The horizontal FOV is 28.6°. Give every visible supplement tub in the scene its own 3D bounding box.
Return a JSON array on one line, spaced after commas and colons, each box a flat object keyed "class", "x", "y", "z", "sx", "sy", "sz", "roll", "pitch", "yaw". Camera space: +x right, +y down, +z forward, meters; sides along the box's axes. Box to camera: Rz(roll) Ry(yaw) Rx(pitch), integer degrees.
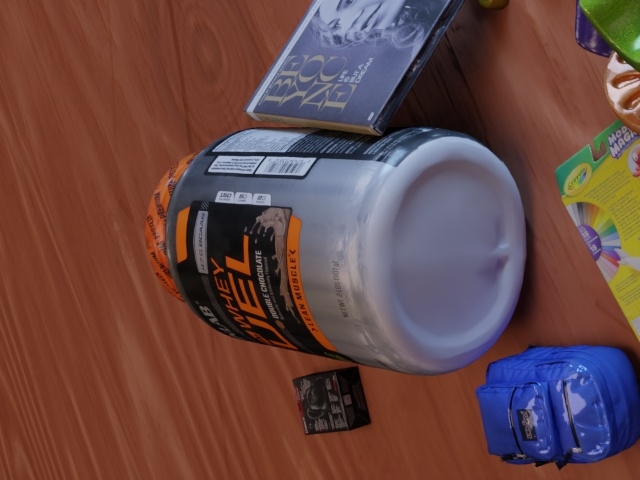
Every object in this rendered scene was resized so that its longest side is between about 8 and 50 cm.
[{"class": "supplement tub", "x": 0.000, "y": 0.000, "z": 1.134, "sx": 0.338, "sy": 0.207, "sz": 0.207, "roll": 5, "pitch": 103, "yaw": 50}]

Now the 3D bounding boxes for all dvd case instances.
[{"class": "dvd case", "x": 0.029, "y": -0.171, "z": 1.104, "sx": 0.164, "sy": 0.018, "sz": 0.221, "roll": -59, "pitch": 31, "yaw": -10}]

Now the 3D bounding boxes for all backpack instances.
[{"class": "backpack", "x": 0.196, "y": 0.140, "z": 1.019, "sx": 0.120, "sy": 0.101, "sz": 0.098, "roll": -10, "pitch": 98, "yaw": 47}]

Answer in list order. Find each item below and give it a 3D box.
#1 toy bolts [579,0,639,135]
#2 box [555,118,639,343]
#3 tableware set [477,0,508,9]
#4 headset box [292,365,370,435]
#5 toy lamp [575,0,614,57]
[{"class": "toy bolts", "x": 0.320, "y": -0.112, "z": 0.823, "sx": 0.218, "sy": 0.158, "sz": 0.228, "roll": -38, "pitch": 51, "yaw": 4}, {"class": "box", "x": 0.257, "y": -0.004, "z": 0.956, "sx": 0.105, "sy": 0.043, "sz": 0.179, "roll": -42, "pitch": 69, "yaw": 47}, {"class": "tableware set", "x": 0.160, "y": -0.263, "z": 1.028, "sx": 0.104, "sy": 0.024, "sz": 0.154, "roll": 43, "pitch": 128, "yaw": 31}, {"class": "headset box", "x": 0.008, "y": 0.167, "z": 1.300, "sx": 0.083, "sy": 0.032, "sz": 0.062, "roll": -18, "pitch": 84, "yaw": 51}, {"class": "toy lamp", "x": 0.243, "y": -0.263, "z": 0.884, "sx": 0.080, "sy": 0.080, "sz": 0.274, "roll": 37, "pitch": 126, "yaw": 39}]
